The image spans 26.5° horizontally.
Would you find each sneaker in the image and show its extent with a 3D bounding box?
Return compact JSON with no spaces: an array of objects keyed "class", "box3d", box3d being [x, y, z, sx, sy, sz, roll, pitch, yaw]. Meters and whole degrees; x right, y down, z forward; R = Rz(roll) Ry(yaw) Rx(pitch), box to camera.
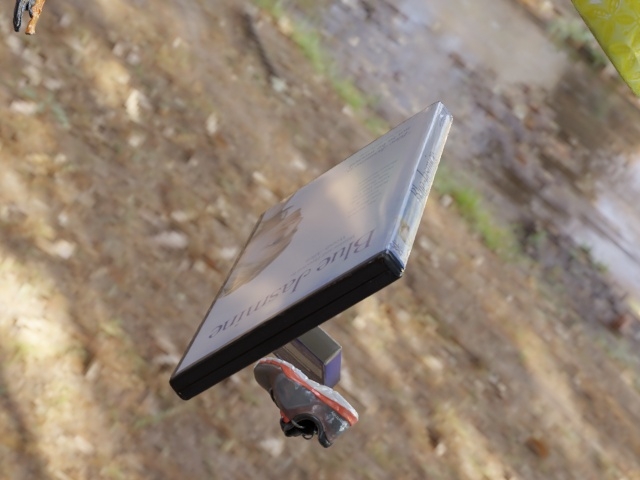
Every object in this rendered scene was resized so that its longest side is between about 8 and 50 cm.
[{"class":"sneaker","box3d":[-0.031,0.177,1.476,0.158,0.065,0.061,21,-22,48]}]

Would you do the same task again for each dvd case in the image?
[{"class":"dvd case","box3d":[0.000,0.000,0.943,0.022,0.180,0.253,52,26,-15]}]

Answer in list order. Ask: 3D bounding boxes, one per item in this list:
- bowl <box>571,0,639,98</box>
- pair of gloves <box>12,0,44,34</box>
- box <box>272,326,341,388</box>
[{"class":"bowl","box3d":[0.348,-0.320,1.525,0.289,0.156,0.289,50,18,-23]},{"class":"pair of gloves","box3d":[-0.263,-0.225,1.243,0.010,0.074,0.083,15,5,1]},{"class":"box","box3d":[-0.033,0.126,1.724,0.136,0.036,0.225,42,-14,12]}]
